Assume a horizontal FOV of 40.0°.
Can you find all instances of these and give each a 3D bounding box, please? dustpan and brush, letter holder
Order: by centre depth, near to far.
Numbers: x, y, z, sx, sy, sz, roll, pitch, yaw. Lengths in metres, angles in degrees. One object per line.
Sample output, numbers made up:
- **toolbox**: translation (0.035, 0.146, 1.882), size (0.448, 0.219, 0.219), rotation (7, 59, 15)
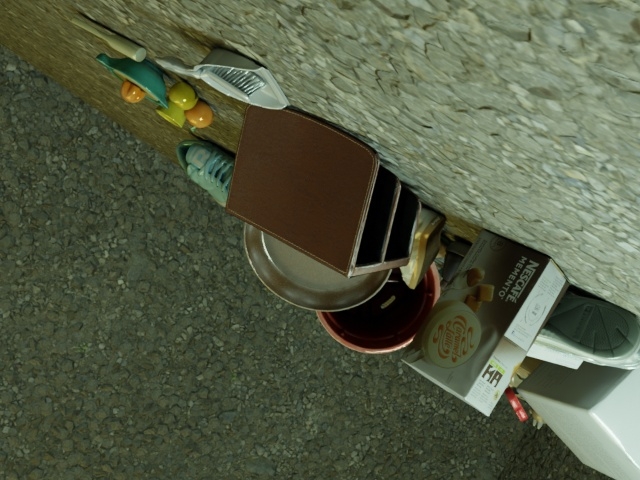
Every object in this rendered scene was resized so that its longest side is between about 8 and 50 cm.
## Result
- **dustpan and brush**: translation (-0.162, -0.257, 1.353), size (0.211, 0.060, 0.147), rotation (31, 174, 18)
- **letter holder**: translation (0.009, -0.101, 1.446), size (0.302, 0.214, 0.152), rotation (27, -156, 38)

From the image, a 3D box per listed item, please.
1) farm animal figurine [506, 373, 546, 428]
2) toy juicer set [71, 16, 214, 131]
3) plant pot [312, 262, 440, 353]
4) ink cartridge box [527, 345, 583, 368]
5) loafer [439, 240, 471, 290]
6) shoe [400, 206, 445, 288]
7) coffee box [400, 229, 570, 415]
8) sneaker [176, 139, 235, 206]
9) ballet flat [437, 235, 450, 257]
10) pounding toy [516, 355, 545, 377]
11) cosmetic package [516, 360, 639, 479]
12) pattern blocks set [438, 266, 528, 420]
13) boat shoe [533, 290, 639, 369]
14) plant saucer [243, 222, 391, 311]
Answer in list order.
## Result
- **farm animal figurine**: translation (0.601, 0.412, 2.341), size (0.326, 0.172, 0.330), rotation (33, 174, 2)
- **toy juicer set**: translation (-0.353, -0.314, 1.782), size (0.209, 0.089, 0.329), rotation (27, 172, 45)
- **plant pot**: translation (0.116, 0.096, 1.991), size (0.272, 0.272, 0.265), rotation (33, -177, -3)
- **ink cartridge box**: translation (0.358, 0.151, 1.538), size (0.207, 0.046, 0.097), rotation (16, -141, -7)
- **loafer**: translation (0.289, 0.093, 1.674), size (0.109, 0.095, 0.302), rotation (22, 169, 31)
- **shoe**: translation (0.174, 0.011, 1.562), size (0.058, 0.076, 0.219), rotation (33, 150, 17)
- **coffee box**: translation (0.257, 0.125, 1.367), size (0.141, 0.246, 0.098), rotation (29, 173, 43)
- **sneaker**: translation (-0.285, -0.183, 2.319), size (0.150, 0.135, 0.366), rotation (33, 175, -36)
- **ballet flat**: translation (0.103, -0.027, 1.641), size (0.316, 0.106, 0.107), rotation (34, 173, -12)
- **pounding toy**: translation (0.506, 0.279, 2.116), size (0.181, 0.094, 0.206), rotation (32, 175, 9)
- **cosmetic package**: translation (0.567, 0.336, 1.701), size (0.230, 0.161, 0.453), rotation (47, 175, 0)
- **pattern blocks set**: translation (0.357, 0.219, 1.941), size (0.325, 0.026, 0.285), rotation (58, -174, -27)
- **boat shoe**: translation (0.371, 0.124, 1.431), size (0.320, 0.118, 0.103), rotation (20, 163, 38)
- **plant saucer**: translation (0.000, 0.000, 1.778), size (0.310, 0.310, 0.050), rotation (33, -150, -5)
